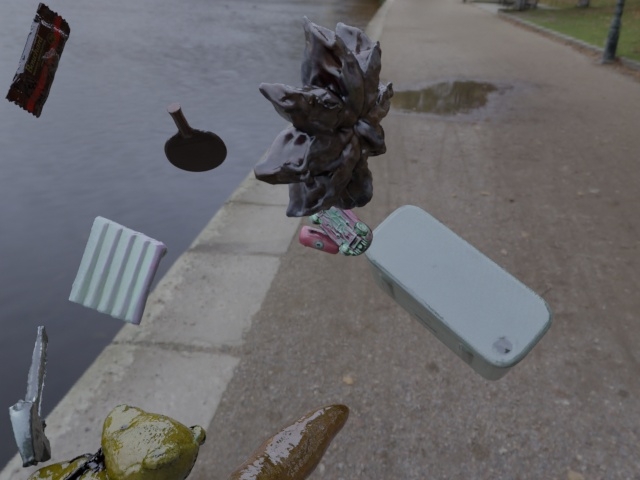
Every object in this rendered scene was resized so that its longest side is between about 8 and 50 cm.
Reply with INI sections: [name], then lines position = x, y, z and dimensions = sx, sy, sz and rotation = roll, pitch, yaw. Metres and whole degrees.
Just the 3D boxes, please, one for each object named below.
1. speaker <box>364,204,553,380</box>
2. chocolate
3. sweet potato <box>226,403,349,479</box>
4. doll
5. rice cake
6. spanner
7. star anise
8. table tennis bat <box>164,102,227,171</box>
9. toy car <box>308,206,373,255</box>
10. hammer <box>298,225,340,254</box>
[speaker]
position = 0.286, 0.120, 1.311
dimensions = 0.183, 0.184, 0.406
rotation = -44, 66, -12
[chocolate]
position = -0.473, -0.304, 1.009
dimensions = 0.028, 0.182, 0.086
rotation = 15, -10, 19
[sweet potato]
position = -0.060, 0.351, 0.925
dimensions = 0.114, 0.092, 0.341
rotation = -30, -3, 30
[doll]
position = -0.223, 0.224, 0.599
dimensions = 0.209, 0.097, 0.137
rotation = -19, -3, 5
[rice cake]
position = -0.450, 0.067, 1.324
dimensions = 0.189, 0.198, 0.037
rotation = 22, -11, 2
[spanner]
position = -0.357, 0.182, 0.745
dimensions = 0.026, 0.093, 0.325
rotation = -13, 21, -19
[star anise]
position = 0.026, -0.136, 0.711
dimensions = 0.109, 0.236, 0.223
rotation = 14, 70, 25
[table tennis bat]
position = -0.218, -0.130, 1.002
dimensions = 0.107, 0.170, 0.119
rotation = -11, 58, 4
[toy car]
position = 0.036, -0.035, 1.079
dimensions = 0.142, 0.069, 0.055
rotation = 46, 38, 15
[hammer]
position = 0.000, 0.000, 1.125
dimensions = 0.083, 0.043, 0.043
rotation = 18, 25, 1
